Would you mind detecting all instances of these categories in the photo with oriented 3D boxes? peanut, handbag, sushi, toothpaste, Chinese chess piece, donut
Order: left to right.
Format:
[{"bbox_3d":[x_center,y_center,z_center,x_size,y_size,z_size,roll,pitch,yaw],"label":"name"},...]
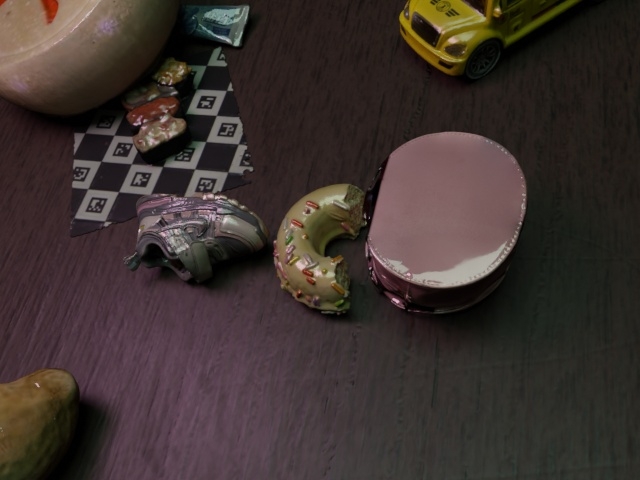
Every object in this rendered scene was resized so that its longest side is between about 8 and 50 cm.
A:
[{"bbox_3d":[-0.367,0.226,0.719,0.253,0.122,0.137,-27,47,-8],"label":"peanut"},{"bbox_3d":[-0.372,-0.347,1.023,0.338,0.140,0.337,-10,65,22],"label":"Chinese chess piece"},{"bbox_3d":[-0.244,-0.168,0.981,0.264,0.050,0.289,-16,57,3],"label":"sushi"},{"bbox_3d":[-0.243,-0.351,1.102,0.269,0.047,0.069,9,44,14],"label":"toothpaste"},{"bbox_3d":[-0.005,0.002,0.811,0.108,0.065,0.165,3,59,15],"label":"donut"},{"bbox_3d":[0.133,-0.016,0.763,0.179,0.116,0.204,7,61,17],"label":"handbag"}]

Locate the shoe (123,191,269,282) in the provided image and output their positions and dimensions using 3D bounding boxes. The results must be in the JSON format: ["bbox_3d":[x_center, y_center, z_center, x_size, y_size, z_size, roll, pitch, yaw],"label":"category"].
[{"bbox_3d":[-0.155,0.000,0.833,0.180,0.089,0.092,6,59,19],"label":"shoe"}]

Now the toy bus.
[{"bbox_3d":[0.267,-0.366,0.932,0.330,0.152,0.144,-33,58,-9],"label":"toy bus"}]
